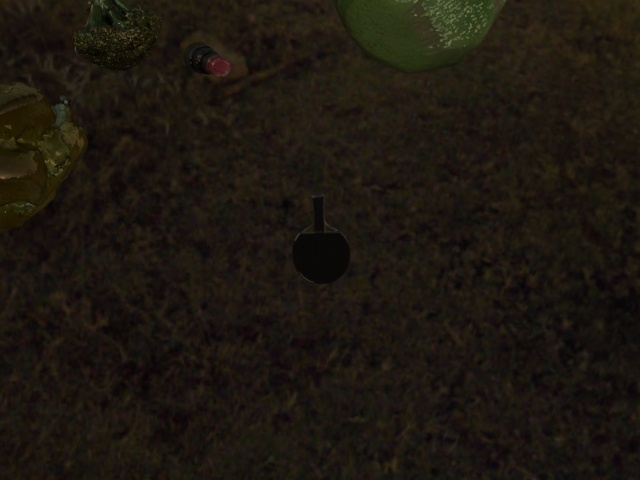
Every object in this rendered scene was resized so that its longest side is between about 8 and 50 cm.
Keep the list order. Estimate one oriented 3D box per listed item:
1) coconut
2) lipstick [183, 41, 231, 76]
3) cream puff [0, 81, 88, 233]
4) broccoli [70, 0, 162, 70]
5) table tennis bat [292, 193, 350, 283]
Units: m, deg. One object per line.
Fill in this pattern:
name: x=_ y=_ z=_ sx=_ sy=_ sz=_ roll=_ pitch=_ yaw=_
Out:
coconut: x=0.168 y=-0.450 z=1.473 sx=0.329 sy=0.281 sz=0.328 roll=6 pitch=76 yaw=-25
lipstick: x=-0.182 y=-0.298 z=1.476 sx=0.054 sy=0.053 sz=0.234 roll=-2 pitch=16 yaw=-19
cream puff: x=-0.338 y=-0.088 z=0.784 sx=0.221 sy=0.194 sz=0.194 roll=21 pitch=36 yaw=6
broccoli: x=-0.286 y=-0.296 z=1.232 sx=0.131 sy=0.120 sz=0.130 roll=-22 pitch=21 yaw=-3
table tennis bat: x=0.000 y=0.000 z=1.444 sx=0.095 sy=0.158 sz=0.014 roll=-2 pitch=23 yaw=1
